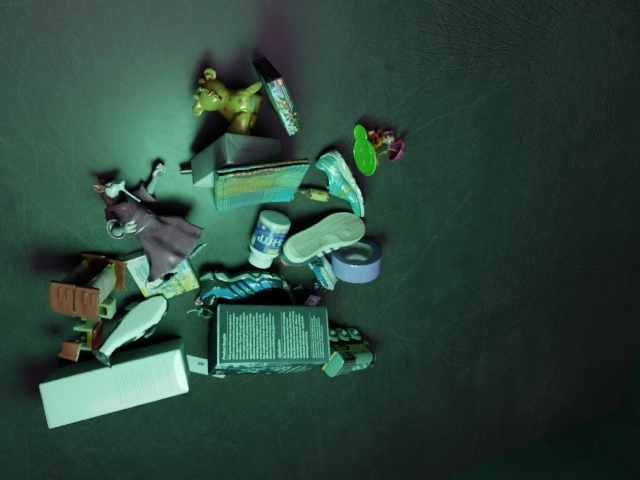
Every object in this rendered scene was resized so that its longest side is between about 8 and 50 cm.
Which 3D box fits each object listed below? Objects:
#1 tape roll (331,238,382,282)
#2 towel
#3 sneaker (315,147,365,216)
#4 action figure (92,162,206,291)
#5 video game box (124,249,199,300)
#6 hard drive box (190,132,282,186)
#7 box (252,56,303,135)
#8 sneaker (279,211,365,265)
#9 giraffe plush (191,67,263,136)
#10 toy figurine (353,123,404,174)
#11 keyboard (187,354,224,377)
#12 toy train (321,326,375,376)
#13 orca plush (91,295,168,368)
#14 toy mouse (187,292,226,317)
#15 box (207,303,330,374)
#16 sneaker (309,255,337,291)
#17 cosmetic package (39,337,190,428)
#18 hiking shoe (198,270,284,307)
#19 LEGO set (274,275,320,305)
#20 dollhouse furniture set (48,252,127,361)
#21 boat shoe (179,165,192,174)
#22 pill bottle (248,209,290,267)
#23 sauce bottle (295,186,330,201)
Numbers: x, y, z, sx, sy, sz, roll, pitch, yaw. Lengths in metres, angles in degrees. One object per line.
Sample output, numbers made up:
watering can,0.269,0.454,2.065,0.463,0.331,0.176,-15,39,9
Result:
tape roll,0.135,0.073,1.820,0.189,0.189,0.080,-9,124,-15
towel,-0.190,-0.162,1.484,0.272,0.370,0.040,-10,83,-13
sneaker,0.076,-0.193,1.697,0.110,0.107,0.275,-26,118,11
action figure,-0.548,-0.058,1.516,0.370,0.248,0.276,43,139,-11
video game box,-0.546,0.109,1.685,0.187,0.048,0.205,-19,126,-5
hard drive box,-0.251,-0.229,1.441,0.181,0.232,0.089,-1,80,-38
box,-0.123,-0.415,1.385,0.044,0.233,0.159,-25,127,-2
sneaker,0.000,0.000,1.775,0.350,0.131,0.148,-19,168,-30
giraffe plush,-0.273,-0.394,1.398,0.171,0.210,0.181,20,74,-3
toy figurine,0.209,-0.325,1.661,0.159,0.130,0.172,-19,102,-24
keyboard,-0.493,0.510,1.986,0.256,0.014,0.072,23,106,-31
toy train,0.099,0.465,2.021,0.334,0.190,0.142,13,118,-52
orca plush,-0.630,0.316,1.675,0.287,0.151,0.102,-58,159,-22
toy mouse,-0.430,0.238,1.819,0.143,0.031,0.160,-21,126,-7
box,-0.200,0.369,1.787,0.396,0.211,0.293,3,158,-18
sneaker,0.012,0.100,1.879,0.072,0.083,0.190,-6,116,36
cosmetic package,-0.710,0.495,1.735,0.454,0.230,0.161,-12,92,-12
hiking shoe,-0.284,0.177,1.758,0.305,0.113,0.131,0,81,-11
LEGO set,-0.108,0.235,1.937,0.183,0.060,0.244,17,125,-29
dollhouse furniture set,-0.747,0.247,1.581,0.152,0.201,0.373,13,117,-2
boat shoe,-0.380,-0.216,1.538,0.125,0.046,0.038,-12,120,-23
pill bottle,-0.186,-0.002,1.704,0.112,0.112,0.186,10,117,-25
sauce bottle,-0.031,-0.165,1.698,0.128,0.042,0.042,9,118,-27
